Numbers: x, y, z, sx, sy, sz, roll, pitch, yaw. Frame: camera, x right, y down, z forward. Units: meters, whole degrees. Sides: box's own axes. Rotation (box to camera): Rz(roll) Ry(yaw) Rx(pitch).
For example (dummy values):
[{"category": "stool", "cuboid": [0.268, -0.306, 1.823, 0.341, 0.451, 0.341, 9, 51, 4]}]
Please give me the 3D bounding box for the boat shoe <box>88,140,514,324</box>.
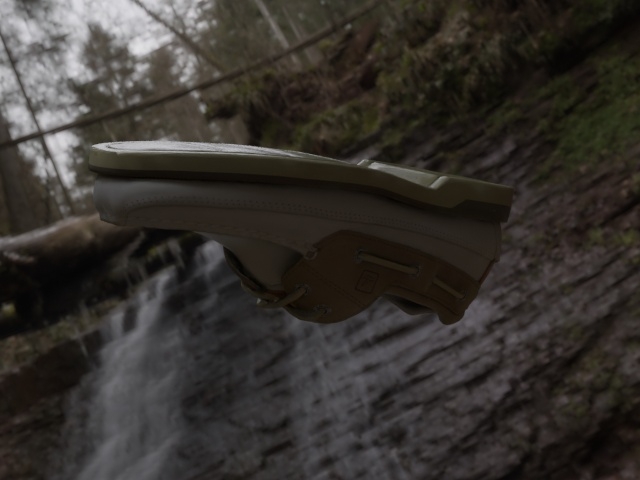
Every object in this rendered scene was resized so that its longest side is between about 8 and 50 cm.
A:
[{"category": "boat shoe", "cuboid": [0.000, 0.000, 0.653, 0.302, 0.103, 0.113, 5, 8, -36]}]
